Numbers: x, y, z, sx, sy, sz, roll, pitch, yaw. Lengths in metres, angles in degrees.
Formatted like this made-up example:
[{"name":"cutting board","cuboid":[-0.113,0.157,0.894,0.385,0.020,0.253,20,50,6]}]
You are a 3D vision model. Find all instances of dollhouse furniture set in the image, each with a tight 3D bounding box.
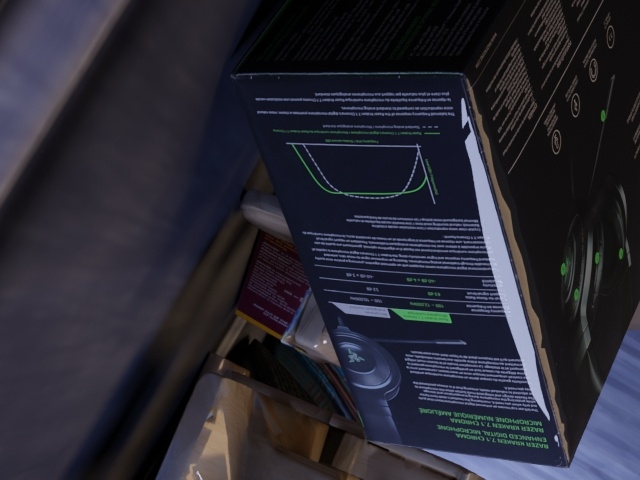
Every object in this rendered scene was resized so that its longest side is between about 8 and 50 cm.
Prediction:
[{"name":"dollhouse furniture set","cuboid":[-0.058,0.176,1.152,0.362,0.257,0.394,-67,157,-7]}]

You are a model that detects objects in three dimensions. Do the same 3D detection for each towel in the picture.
[{"name":"towel","cuboid":[0.024,0.231,1.934,0.040,0.271,0.370,-33,171,-12]}]

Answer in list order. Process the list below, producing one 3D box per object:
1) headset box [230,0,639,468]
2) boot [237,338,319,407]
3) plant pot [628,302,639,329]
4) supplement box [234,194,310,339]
[{"name":"headset box","cuboid":[0.098,-0.046,0.879,0.246,0.131,0.283,-58,139,-40]},{"name":"boot","cuboid":[-0.099,0.230,1.506,0.223,0.118,0.338,-41,-167,3]},{"name":"plant pot","cuboid":[0.197,-0.045,1.372,0.323,0.281,0.323,-169,-90,-84]},{"name":"supplement box","cuboid":[0.000,0.000,1.275,0.104,0.081,0.188,-58,175,-32]}]
